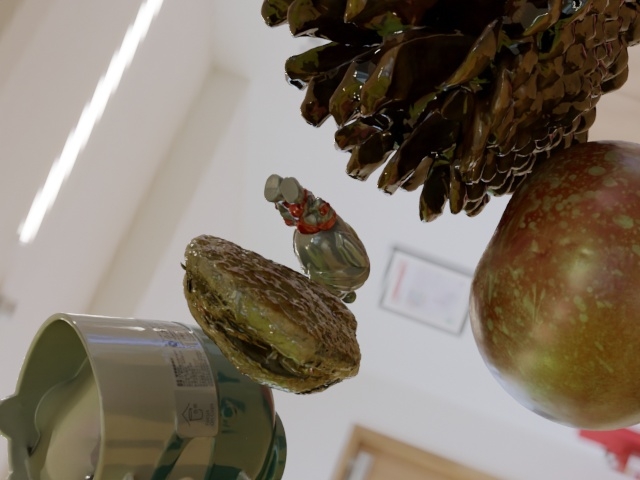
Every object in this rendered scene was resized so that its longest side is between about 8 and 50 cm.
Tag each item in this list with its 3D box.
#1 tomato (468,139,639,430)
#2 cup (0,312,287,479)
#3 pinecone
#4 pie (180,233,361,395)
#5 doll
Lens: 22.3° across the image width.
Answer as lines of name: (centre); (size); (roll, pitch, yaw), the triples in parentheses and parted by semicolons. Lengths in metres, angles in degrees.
tomato: (0.277, 0.050, 1.491); (0.270, 0.222, 0.270); (-25, -50, -34)
cup: (-0.175, 0.211, 1.715); (0.290, 0.257, 0.219); (54, 128, 44)
pinecone: (0.107, -0.221, 1.523); (0.384, 0.384, 0.385); (20, -90, -83)
pie: (-0.045, 0.065, 1.482); (0.079, 0.193, 0.163); (-56, -10, 25)
doll: (0.000, 0.000, 1.655); (0.079, 0.094, 0.180); (-58, -45, -29)
